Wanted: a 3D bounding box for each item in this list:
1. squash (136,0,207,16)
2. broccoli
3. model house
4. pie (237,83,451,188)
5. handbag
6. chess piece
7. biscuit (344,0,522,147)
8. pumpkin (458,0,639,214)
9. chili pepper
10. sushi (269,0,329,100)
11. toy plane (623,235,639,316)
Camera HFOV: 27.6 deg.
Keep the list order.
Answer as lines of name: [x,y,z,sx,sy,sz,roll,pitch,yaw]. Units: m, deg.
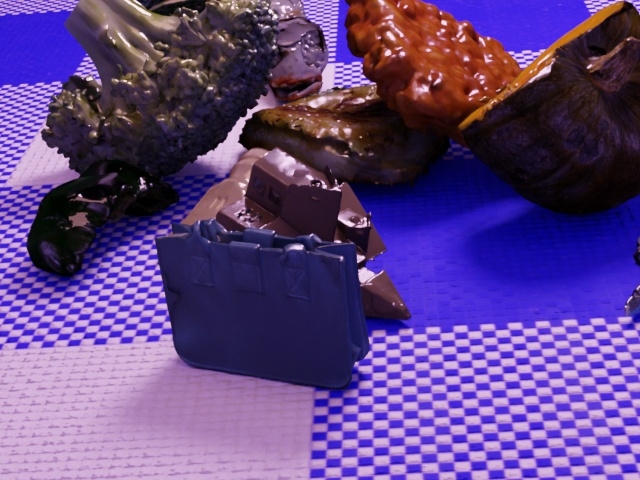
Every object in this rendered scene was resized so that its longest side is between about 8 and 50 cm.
squash: [-0.247,-0.367,2.262,0.165,0.252,0.252,-8,26,-12]
broccoli: [-0.237,-0.227,1.908,0.317,0.338,0.277,24,49,12]
model house: [0.015,0.014,1.553,0.248,0.176,0.181,31,40,27]
pie: [0.035,-0.164,1.955,0.354,0.103,0.288,19,28,41]
handbag: [-0.063,0.061,1.416,0.229,0.179,0.062,5,28,25]
chess piece: [-0.124,-0.037,1.761,0.090,0.090,0.200,12,42,32]
biscuit: [0.183,-0.236,1.891,0.312,0.110,0.318,23,33,-28]
pumpkin: [0.362,-0.162,1.710,0.325,0.232,0.242,-42,3,-32]
chili pepper: [-0.309,-0.046,1.753,0.148,0.116,0.264,1,25,19]
sushi: [-0.061,-0.350,2.324,0.124,0.130,0.332,-10,27,-10]
toy plane: [0.415,0.013,1.545,0.246,0.078,0.169,-32,9,-38]
